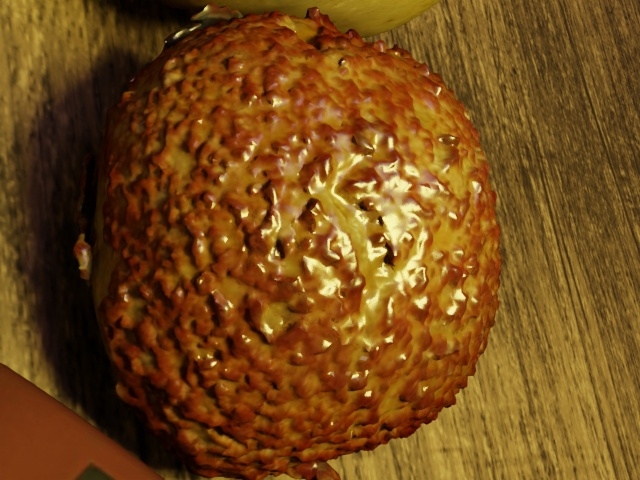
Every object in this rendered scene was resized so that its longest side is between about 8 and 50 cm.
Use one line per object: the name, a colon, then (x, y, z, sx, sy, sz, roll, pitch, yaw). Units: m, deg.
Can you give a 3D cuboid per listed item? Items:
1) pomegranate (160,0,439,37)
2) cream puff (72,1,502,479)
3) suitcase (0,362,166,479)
pomegranate: (-0.012, -0.345, 0.775, 0.416, 0.416, 0.417, 25, 53, -39)
cream puff: (0.003, 0.002, 0.711, 0.350, 0.228, 0.350, 3, 85, -50)
suitcase: (-0.158, 0.192, 0.404, 0.236, 0.161, 0.297, 37, 16, 1)
